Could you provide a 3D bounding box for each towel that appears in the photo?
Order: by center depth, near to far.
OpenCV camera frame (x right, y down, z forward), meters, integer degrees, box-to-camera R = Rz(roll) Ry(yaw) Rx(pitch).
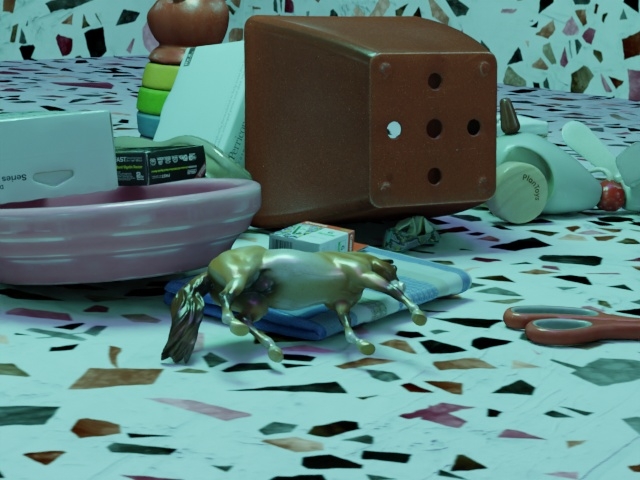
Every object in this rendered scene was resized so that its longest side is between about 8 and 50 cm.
[{"bbox_3d":[0.001,0.050,1.721,0.209,0.034,0.285,13,17,33],"label":"towel"}]

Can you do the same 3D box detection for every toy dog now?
[{"bbox_3d":[0.345,-0.116,2.303,0.334,0.161,0.220,-6,15,-38],"label":"toy dog"}]

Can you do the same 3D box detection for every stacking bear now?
[{"bbox_3d":[-0.191,-0.225,2.404,0.164,0.289,0.175,10,13,33],"label":"stacking bear"}]

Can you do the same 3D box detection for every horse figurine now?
[{"bbox_3d":[-0.026,0.051,1.536,0.263,0.066,0.174,-4,28,-18],"label":"horse figurine"}]

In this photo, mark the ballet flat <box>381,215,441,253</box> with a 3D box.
[{"bbox_3d":[0.114,-0.010,2.027,0.041,0.041,0.114,10,13,32],"label":"ballet flat"}]

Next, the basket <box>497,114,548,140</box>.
[{"bbox_3d":[0.244,-0.133,2.515,0.167,0.103,0.113,-3,12,-28],"label":"basket"}]

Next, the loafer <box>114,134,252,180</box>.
[{"bbox_3d":[-0.188,-0.072,2.108,0.102,0.092,0.268,39,-21,-34],"label":"loafer"}]

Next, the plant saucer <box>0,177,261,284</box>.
[{"bbox_3d":[-0.225,-0.010,1.759,0.332,0.084,0.332,-4,7,0],"label":"plant saucer"}]

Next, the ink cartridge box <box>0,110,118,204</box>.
[{"bbox_3d":[-0.325,-0.090,1.763,0.153,0.086,0.208,-9,8,-33],"label":"ink cartridge box"}]

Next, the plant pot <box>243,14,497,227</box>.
[{"bbox_3d":[0.077,-0.141,2.054,0.267,0.267,0.236,-4,9,-29],"label":"plant pot"}]

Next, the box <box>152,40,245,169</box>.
[{"bbox_3d":[-0.117,-0.158,2.228,0.119,0.181,0.182,28,-16,-35],"label":"box"}]

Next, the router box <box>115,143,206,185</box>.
[{"bbox_3d":[-0.200,-0.082,1.836,0.122,0.038,0.092,0,7,39],"label":"router box"}]

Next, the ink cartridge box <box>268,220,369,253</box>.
[{"bbox_3d":[0.000,0.000,1.785,0.063,0.029,0.115,11,17,28],"label":"ink cartridge box"}]

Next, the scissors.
[{"bbox_3d":[0.331,0.083,1.648,0.297,0.021,0.109,0,9,-5],"label":"scissors"}]
